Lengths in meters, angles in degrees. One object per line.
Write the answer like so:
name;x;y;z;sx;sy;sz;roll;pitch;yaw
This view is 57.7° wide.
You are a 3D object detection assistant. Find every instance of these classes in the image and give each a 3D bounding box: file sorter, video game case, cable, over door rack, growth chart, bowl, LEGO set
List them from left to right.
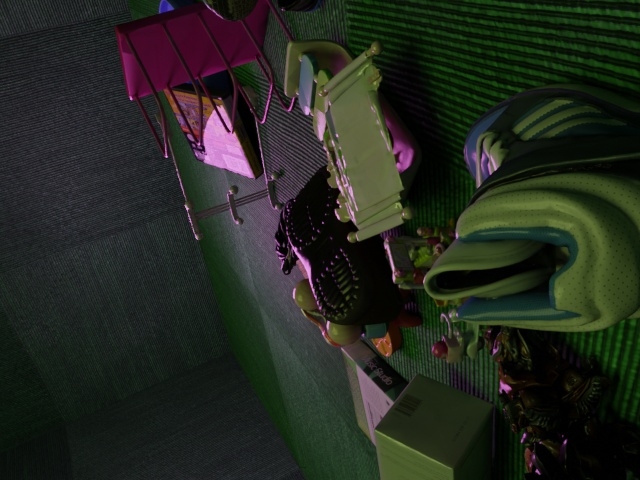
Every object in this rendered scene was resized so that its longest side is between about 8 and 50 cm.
bowl;-0.352;-0.487;1.648;0.391;0.077;0.391;54;156;37
video game case;-0.289;-0.296;1.543;0.274;0.035;0.248;21;144;40
file sorter;-0.199;-0.307;1.092;0.182;0.290;0.202;61;160;12
over door rack;-0.231;-0.175;1.392;0.108;0.239;0.324;44;151;55
cable;-0.076;-0.023;1.344;0.151;0.047;0.184;103;166;-48
growth chart;0.052;-0.117;0.765;0.172;0.021;0.237;-8;95;60
LEGO set;0.124;0.034;0.761;0.287;0.107;0.132;-112;26;-69

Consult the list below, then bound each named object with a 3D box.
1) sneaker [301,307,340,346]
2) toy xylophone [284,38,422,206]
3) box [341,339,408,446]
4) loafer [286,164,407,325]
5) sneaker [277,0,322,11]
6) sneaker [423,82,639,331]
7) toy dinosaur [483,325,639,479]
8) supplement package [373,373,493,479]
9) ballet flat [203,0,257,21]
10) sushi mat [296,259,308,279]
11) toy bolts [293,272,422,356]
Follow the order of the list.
sneaker;0.013;0.177;1.392;0.158;0.061;0.065;48;132;15
toy xylophone;0.047;-0.151;0.894;0.323;0.081;0.236;56;158;33
box;0.157;0.378;1.209;0.322;0.058;0.232;34;141;57
loafer;0.039;0.014;0.976;0.134;0.130;0.366;-45;36;26
sneaker;-0.025;-0.400;0.829;0.067;0.078;0.188;62;159;19
sneaker;0.157;-0.035;0.471;0.323;0.236;0.130;32;139;60
toy dinosaur;0.283;0.224;0.621;0.322;0.164;0.218;47;173;7
supplement package;0.184;0.362;0.921;0.133;0.139;0.244;17;129;35
ballet flat;-0.108;-0.546;0.739;0.182;0.164;0.483;3;104;38
sushi mat;-0.012;0.065;1.324;0.151;0.019;0.316;64;167;2
toy bolts;0.063;0.143;1.046;0.228;0.158;0.218;10;119;69
